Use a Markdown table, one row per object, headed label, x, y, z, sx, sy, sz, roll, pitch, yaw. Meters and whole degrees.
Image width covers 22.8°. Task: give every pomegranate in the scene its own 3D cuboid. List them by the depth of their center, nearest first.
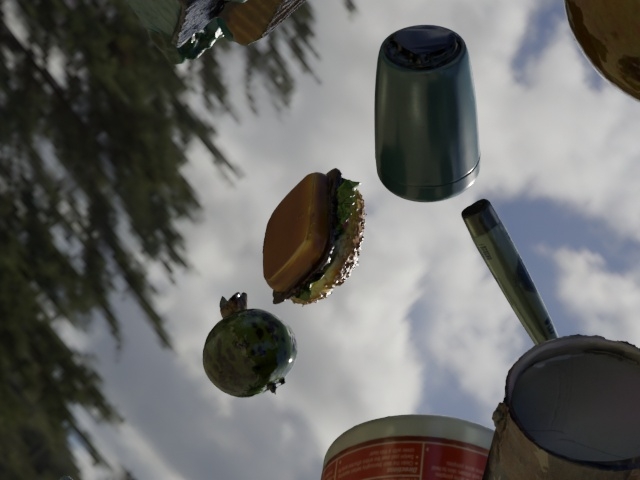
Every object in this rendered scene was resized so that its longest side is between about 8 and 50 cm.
| label | x | y | z | sx | sy | sz | roll | pitch | yaw |
| --- | --- | --- | --- | --- | --- | --- | --- | --- | --- |
| pomegranate | -0.094 | 0.124 | 1.981 | 0.122 | 0.122 | 0.161 | 80 | -12 | -58 |

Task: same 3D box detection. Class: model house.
| label | x | y | z | sx | sy | sz | roll | pitch | yaw |
| --- | --- | --- | --- | --- | --- | --- | --- | --- | --- |
| model house | -0.063 | -0.316 | 1.600 | 0.249 | 0.280 | 0.230 | 28 | -21 | 53 |

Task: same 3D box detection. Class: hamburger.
| label | x | y | z | sx | sy | sz | roll | pitch | yaw |
| --- | --- | --- | --- | --- | --- | --- | --- | --- | --- |
| hamburger | 0.000 | 0.000 | 1.824 | 0.087 | 0.166 | 0.137 | 30 | -50 | -21 |

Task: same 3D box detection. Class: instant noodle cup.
| label | x | y | z | sx | sy | sz | roll | pitch | yaw |
| --- | --- | --- | --- | --- | --- | --- | --- | --- | --- |
| instant noodle cup | 0.247 | 0.219 | 1.495 | 0.217 | 0.217 | 0.207 | 37 | -39 | 34 |

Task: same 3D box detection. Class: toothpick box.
| label | x | y | z | sx | sy | sz | roll | pitch | yaw |
| --- | --- | --- | --- | --- | --- | --- | --- | --- | --- |
| toothpick box | 0.118 | -0.145 | 1.773 | 0.120 | 0.120 | 0.184 | 35 | -36 | 38 |

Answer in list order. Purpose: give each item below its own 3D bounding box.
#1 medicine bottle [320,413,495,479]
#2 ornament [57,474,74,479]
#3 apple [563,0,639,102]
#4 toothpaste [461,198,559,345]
| label | x | y | z | sx | sy | sz | roll | pitch | yaw |
| --- | --- | --- | --- | --- | --- | --- | --- | --- | --- |
| medicine bottle | 0.115 | 0.355 | 1.810 | 0.253 | 0.241 | 0.252 | 6 | -36 | 4 |
| ornament | -0.160 | 0.205 | 1.146 | 0.092 | 0.068 | 0.041 | 60 | 2 | -4 |
| apple | 0.358 | -0.257 | 1.534 | 0.264 | 0.264 | 0.264 | 43 | -19 | 18 |
| toothpaste | 0.225 | 0.062 | 1.777 | 0.239 | 0.039 | 0.062 | 60 | 5 | -17 |
